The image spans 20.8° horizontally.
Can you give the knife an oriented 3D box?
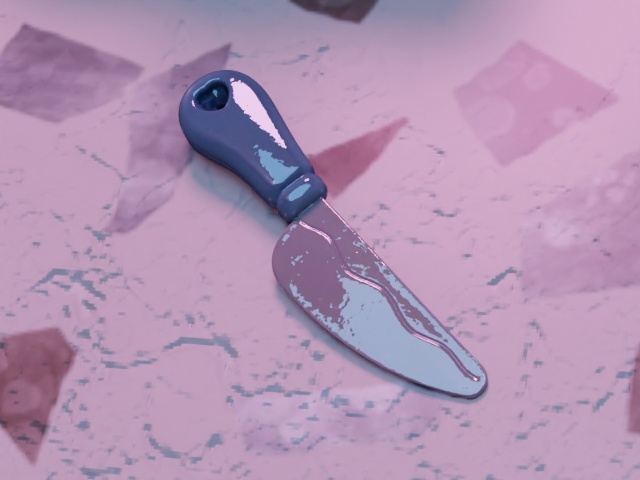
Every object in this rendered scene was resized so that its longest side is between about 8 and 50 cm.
[{"bbox_3d":[-0.002,0.001,0.922,0.058,0.032,0.244,-32,62,-10],"label":"knife"}]
